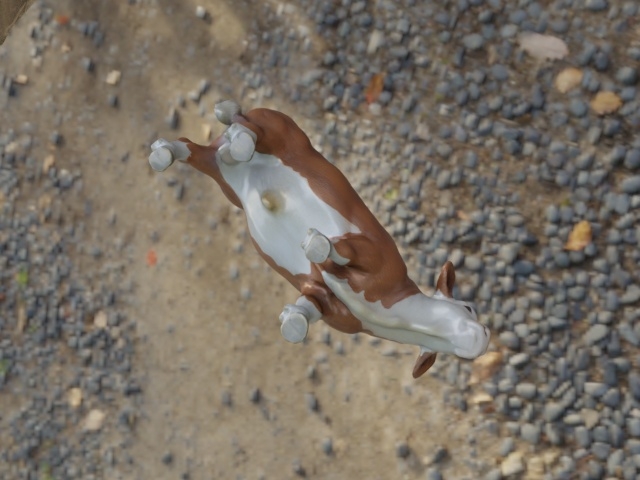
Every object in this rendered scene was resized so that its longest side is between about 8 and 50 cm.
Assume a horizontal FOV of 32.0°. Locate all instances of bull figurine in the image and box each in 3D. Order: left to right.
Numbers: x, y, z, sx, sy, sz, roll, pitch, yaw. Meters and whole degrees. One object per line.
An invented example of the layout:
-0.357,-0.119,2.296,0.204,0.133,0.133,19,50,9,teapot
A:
0.000,0.000,0.915,0.310,0.188,0.101,46,106,20,bull figurine

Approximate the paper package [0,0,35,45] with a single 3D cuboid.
-0.336,-0.346,0.872,0.168,0.325,0.309,-55,7,-17,paper package
